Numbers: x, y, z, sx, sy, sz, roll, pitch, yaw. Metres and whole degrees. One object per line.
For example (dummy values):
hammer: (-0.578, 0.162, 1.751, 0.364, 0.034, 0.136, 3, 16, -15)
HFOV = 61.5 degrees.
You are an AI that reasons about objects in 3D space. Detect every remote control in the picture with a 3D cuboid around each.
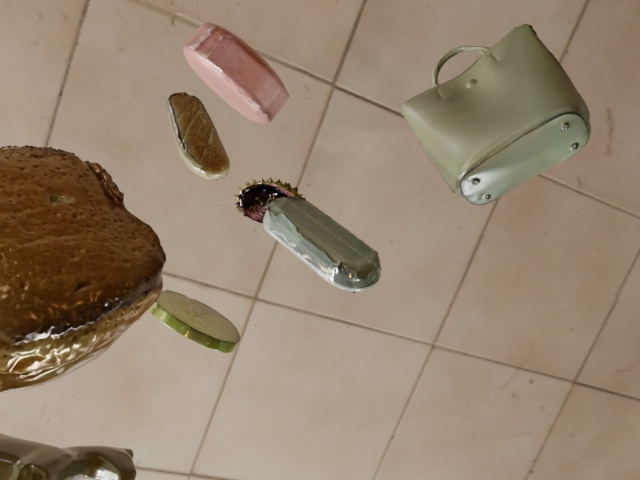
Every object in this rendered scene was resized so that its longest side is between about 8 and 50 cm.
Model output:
remote control: (0.000, 0.000, 0.899, 0.104, 0.247, 0.052, -21, 136, -40)

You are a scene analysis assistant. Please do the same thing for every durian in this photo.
durian: (-0.092, -0.093, 1.219, 0.186, 0.108, 0.119, 26, 116, -4)

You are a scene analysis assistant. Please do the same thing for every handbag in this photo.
handbag: (0.246, -0.222, 0.831, 0.241, 0.315, 0.109, -31, 142, 19)

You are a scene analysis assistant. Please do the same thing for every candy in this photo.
candy: (-0.178, -0.356, 1.178, 0.255, 0.255, 0.094, 40, 87, -22)

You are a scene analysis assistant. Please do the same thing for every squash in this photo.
squash: (-0.272, 0.174, 1.150, 0.219, 0.219, 0.041, 29, 92, -21)

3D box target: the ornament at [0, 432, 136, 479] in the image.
ornament: (-0.342, 0.263, 0.615, 0.230, 0.245, 0.061, 10, 85, 5)

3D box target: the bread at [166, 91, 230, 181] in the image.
bread: (-0.206, -0.168, 0.890, 0.073, 0.214, 0.053, -13, 144, -23)

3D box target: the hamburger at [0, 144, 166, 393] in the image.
hamburger: (-0.355, 0.021, 0.649, 0.284, 0.304, 0.174, -20, 155, -38)
